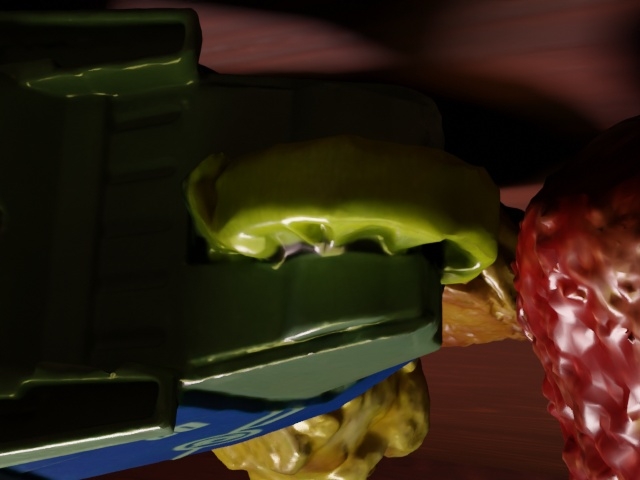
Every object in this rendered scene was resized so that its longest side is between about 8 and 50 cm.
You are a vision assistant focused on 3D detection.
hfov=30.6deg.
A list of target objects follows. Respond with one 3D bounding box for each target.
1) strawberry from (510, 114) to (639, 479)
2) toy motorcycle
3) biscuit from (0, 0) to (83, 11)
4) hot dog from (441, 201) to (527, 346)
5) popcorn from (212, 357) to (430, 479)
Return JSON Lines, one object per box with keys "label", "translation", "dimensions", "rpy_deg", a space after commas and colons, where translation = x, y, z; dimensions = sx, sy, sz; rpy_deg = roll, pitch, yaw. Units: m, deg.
{"label": "strawberry", "translation": [0.218, 0.049, 0.480], "dimensions": [0.261, 0.257, 0.261], "rpy_deg": [-24, 180, 0]}
{"label": "toy motorcycle", "translation": [-0.085, 0.017, 0.446], "dimensions": [0.327, 0.191, 0.200], "rpy_deg": [-3, 163, 19]}
{"label": "biscuit", "translation": [-0.187, -0.110, 0.395], "dimensions": [0.290, 0.041, 0.208], "rpy_deg": [5, -178, 44]}
{"label": "hot dog", "translation": [-0.002, -0.003, 0.611], "dimensions": [0.259, 0.114, 0.175], "rpy_deg": [-7, 154, 26]}
{"label": "popcorn", "translation": [-0.009, 0.117, 1.016], "dimensions": [0.203, 0.226, 0.200], "rpy_deg": [-24, -131, -35]}
